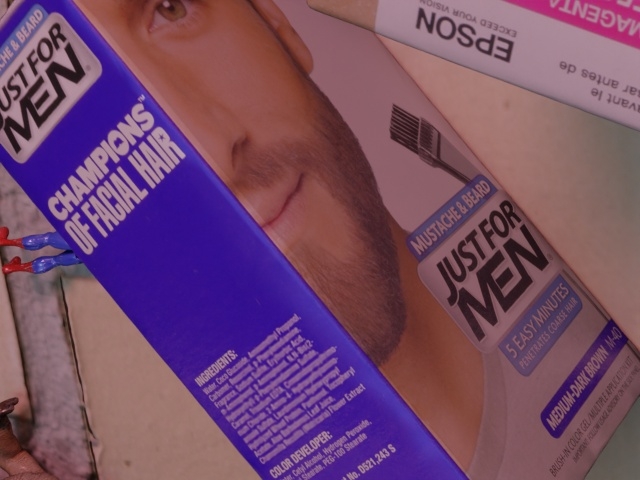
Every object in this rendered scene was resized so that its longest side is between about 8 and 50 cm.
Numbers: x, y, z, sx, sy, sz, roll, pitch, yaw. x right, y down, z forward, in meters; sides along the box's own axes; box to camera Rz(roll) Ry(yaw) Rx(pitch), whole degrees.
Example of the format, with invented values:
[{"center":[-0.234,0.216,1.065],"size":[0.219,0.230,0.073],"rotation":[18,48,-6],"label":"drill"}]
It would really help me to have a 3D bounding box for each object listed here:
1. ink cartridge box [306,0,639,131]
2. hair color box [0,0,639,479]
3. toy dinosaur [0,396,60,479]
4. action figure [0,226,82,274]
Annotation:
[{"center":[0.142,-0.111,0.538],"size":[0.234,0.193,0.088],"rotation":[24,123,20],"label":"ink cartridge box"},{"center":[0.000,0.000,0.713],"size":[0.339,0.185,0.110],"rotation":[49,128,2],"label":"hair color box"},{"center":[-0.231,0.227,1.008],"size":[0.295,0.127,0.200],"rotation":[-6,116,39],"label":"toy dinosaur"},{"center":[-0.153,0.004,0.907],"size":[0.115,0.030,0.038],"rotation":[0,118,26],"label":"action figure"}]
